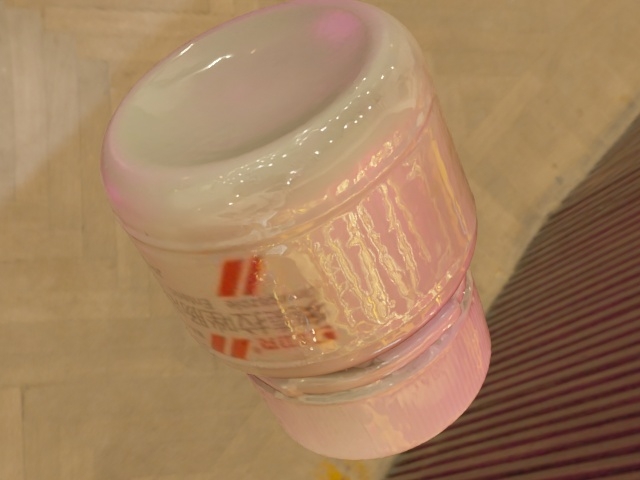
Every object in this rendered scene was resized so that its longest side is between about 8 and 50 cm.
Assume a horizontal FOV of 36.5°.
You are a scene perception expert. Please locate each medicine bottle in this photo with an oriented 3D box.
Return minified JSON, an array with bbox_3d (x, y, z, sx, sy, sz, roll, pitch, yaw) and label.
[{"bbox_3d":[0.000,0.000,0.739,0.241,0.241,0.302,-48,133,-27],"label":"medicine bottle"}]
